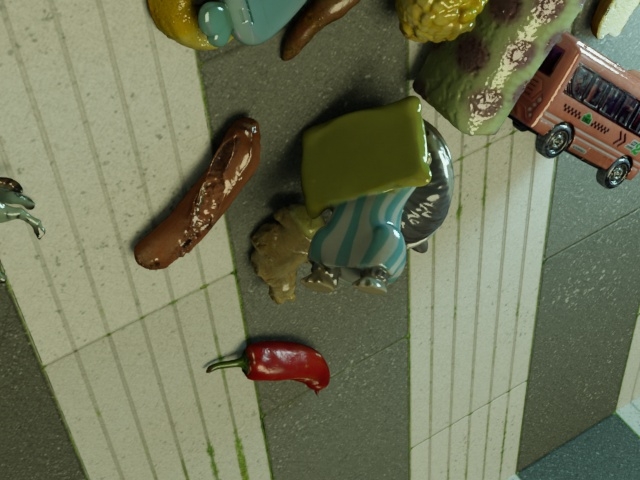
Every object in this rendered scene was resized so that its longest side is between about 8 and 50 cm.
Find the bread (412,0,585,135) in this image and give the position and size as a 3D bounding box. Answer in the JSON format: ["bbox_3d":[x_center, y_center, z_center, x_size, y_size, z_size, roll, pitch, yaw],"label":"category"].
[{"bbox_3d":[0.315,-0.365,2.009,0.155,0.187,0.338,0,129,-49],"label":"bread"}]

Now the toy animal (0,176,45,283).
[{"bbox_3d":[-0.535,0.011,1.722,0.255,0.090,0.170,-43,140,-3],"label":"toy animal"}]

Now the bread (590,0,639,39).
[{"bbox_3d":[0.589,-0.464,2.273,0.126,0.044,0.129,-5,128,-48],"label":"bread"}]

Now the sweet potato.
[{"bbox_3d":[0.026,-0.385,1.840,0.255,0.058,0.078,-40,165,5],"label":"sweet potato"}]

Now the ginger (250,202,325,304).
[{"bbox_3d":[-0.070,0.024,2.145,0.137,0.074,0.213,28,125,-9],"label":"ginger"}]

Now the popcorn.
[{"bbox_3d":[0.201,-0.409,1.894,0.180,0.180,0.170,-40,133,-1],"label":"popcorn"}]

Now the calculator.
[{"bbox_3d":[-0.073,-0.393,1.683,0.299,0.041,0.185,-49,149,-25],"label":"calculator"}]

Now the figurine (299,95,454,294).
[{"bbox_3d":[0.141,-0.028,2.064,0.378,0.266,0.361,38,59,-53],"label":"figurine"}]

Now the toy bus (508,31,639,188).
[{"bbox_3d":[0.508,-0.276,2.262,0.427,0.203,0.233,17,111,-46],"label":"toy bus"}]

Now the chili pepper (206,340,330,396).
[{"bbox_3d":[-0.069,0.275,2.406,0.137,0.092,0.368,-43,143,21],"label":"chili pepper"}]

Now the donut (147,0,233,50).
[{"bbox_3d":[-0.169,-0.356,1.686,0.162,0.065,0.178,-40,144,-5],"label":"donut"}]

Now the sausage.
[{"bbox_3d":[-0.199,-0.070,1.943,0.087,0.079,0.326,35,103,-26],"label":"sausage"}]
